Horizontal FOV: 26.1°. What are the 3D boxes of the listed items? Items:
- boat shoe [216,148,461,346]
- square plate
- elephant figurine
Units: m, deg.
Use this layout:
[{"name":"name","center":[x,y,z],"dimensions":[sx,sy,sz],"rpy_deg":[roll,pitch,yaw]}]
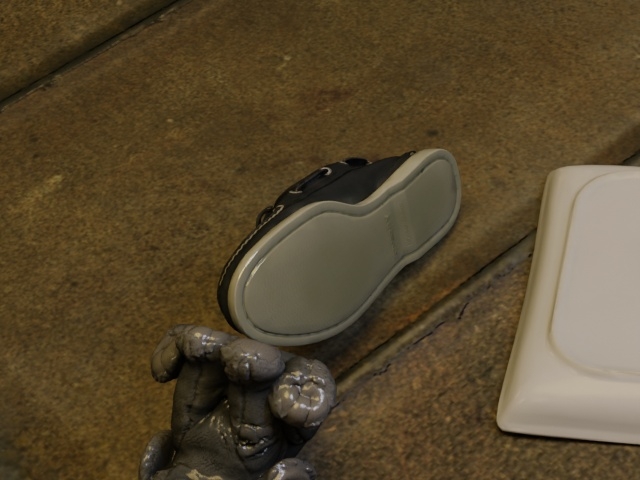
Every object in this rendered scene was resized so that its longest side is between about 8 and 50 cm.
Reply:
[{"name":"boat shoe","center":[0.000,-0.004,1.291],"dimensions":[0.113,0.127,0.340],"rpy_deg":[6,31,37]},{"name":"square plate","center":[0.351,0.041,1.230],"dimensions":[0.347,0.049,0.344],"rpy_deg":[3,43,18]},{"name":"elephant figurine","center":[-0.087,0.196,1.106],"dimensions":[0.169,0.186,0.239],"rpy_deg":[3,76,62]}]
